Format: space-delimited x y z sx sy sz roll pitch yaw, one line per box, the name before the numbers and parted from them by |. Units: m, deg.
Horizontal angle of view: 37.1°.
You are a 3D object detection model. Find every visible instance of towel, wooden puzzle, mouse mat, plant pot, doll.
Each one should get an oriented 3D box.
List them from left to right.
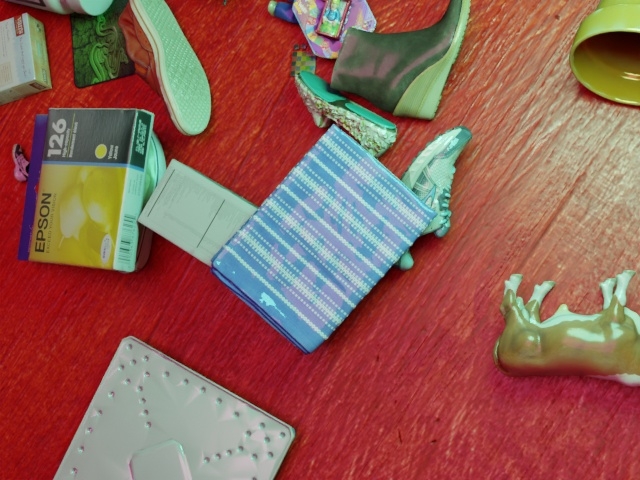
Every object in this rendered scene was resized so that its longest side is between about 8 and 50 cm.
mouse mat | -0.456 -0.421 2.000 0.152 0.007 0.190 -11 77 16
wooden puzzle | -0.032 -0.342 1.844 0.049 0.006 0.083 3 80 19
doll | -0.003 -0.449 1.834 0.189 0.046 0.129 21 88 21
towel | 0.000 0.000 1.629 0.243 0.040 0.336 42 94 3
plant pot | 0.535 -0.357 1.571 0.205 0.205 0.188 14 68 20

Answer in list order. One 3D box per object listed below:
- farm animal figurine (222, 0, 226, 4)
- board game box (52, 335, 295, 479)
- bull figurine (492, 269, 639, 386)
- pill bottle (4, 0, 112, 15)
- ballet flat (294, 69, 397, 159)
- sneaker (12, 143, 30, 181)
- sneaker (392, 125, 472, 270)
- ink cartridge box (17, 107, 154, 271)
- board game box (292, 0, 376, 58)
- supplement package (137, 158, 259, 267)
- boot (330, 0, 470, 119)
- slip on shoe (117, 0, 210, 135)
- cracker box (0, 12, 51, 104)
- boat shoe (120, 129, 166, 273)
farm animal figurine | -0.264 -0.622 1.885 0.330 0.172 0.327 -34 71 10
board game box | -0.285 0.432 1.756 0.390 0.050 0.390 26 89 20
bull figurine | 0.435 0.151 1.547 0.310 0.101 0.188 -1 75 16
pill bottle | -0.576 -0.562 1.984 0.283 0.161 0.161 16 85 20
ballet flat | 0.034 -0.229 1.764 0.241 0.091 0.077 37 117 25
sneaker | -0.622 -0.164 1.996 0.037 0.032 0.083 -11 81 2
sneaker | 0.190 -0.071 1.681 0.122 0.110 0.283 37 99 8
ink cartridge box | -0.471 -0.101 1.820 0.307 0.072 0.304 4 85 27
board game box | 0.020 -0.427 1.785 0.133 0.033 0.169 -27 84 15
supplement package | -0.187 -0.025 1.765 0.244 0.134 0.139 31 92 21
boot | 0.146 -0.355 1.726 0.207 0.090 0.248 21 95 6
slip on shoe | -0.312 -0.342 1.890 0.101 0.123 0.331 -38 69 32
cracker box | -0.697 -0.372 2.038 0.232 0.067 0.156 -14 76 16
boat shoe | -0.371 -0.089 1.860 0.109 0.094 0.302 -2 79 18
